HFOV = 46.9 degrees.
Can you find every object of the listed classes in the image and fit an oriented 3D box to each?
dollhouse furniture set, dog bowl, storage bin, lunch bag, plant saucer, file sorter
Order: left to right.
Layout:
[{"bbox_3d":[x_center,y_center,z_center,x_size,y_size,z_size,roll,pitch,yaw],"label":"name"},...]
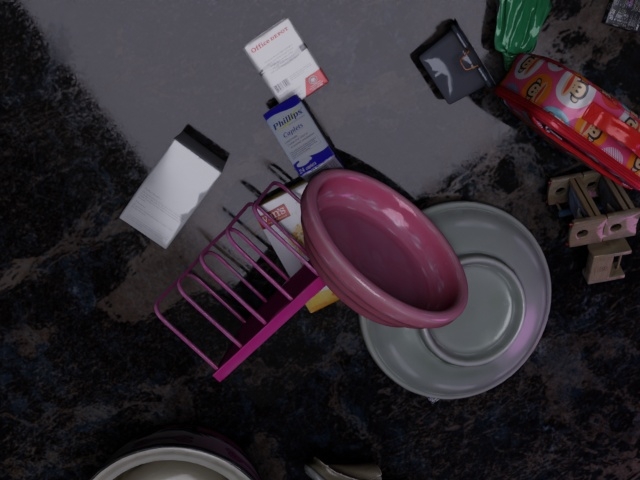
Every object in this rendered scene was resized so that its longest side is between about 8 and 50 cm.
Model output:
[{"bbox_3d":[-0.293,0.563,1.519,0.408,0.150,0.407,-1,106,-4],"label":"dog bowl"},{"bbox_3d":[-0.127,0.061,1.322,0.182,0.202,0.291,43,112,-7],"label":"file sorter"},{"bbox_3d":[0.097,0.022,1.240,0.332,0.332,0.084,34,122,-12],"label":"plant saucer"},{"bbox_3d":[0.242,-0.314,1.330,0.091,0.098,0.135,-33,105,17],"label":"storage bin"},{"bbox_3d":[0.275,0.126,1.414,0.401,0.100,0.400,-2,99,-11],"label":"plant saucer"},{"bbox_3d":[0.514,-0.023,1.427,0.129,0.129,0.183,-10,136,0],"label":"dollhouse furniture set"},{"bbox_3d":[0.463,-0.199,1.264,0.293,0.258,0.120,27,105,-24],"label":"lunch bag"}]

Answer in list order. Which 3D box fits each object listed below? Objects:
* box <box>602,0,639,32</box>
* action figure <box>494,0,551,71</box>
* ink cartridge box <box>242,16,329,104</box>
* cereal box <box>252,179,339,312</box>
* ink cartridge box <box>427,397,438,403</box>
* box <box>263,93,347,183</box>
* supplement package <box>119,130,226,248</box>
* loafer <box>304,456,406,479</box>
[{"bbox_3d":[0.561,-0.429,1.347,0.067,0.018,0.083,13,105,-7],"label":"box"},{"bbox_3d":[0.359,-0.418,1.317,0.137,0.063,0.232,8,102,-7],"label":"action figure"},{"bbox_3d":[-0.062,-0.317,1.326,0.099,0.056,0.135,-32,105,6],"label":"ink cartridge box"},{"bbox_3d":[0.000,0.000,1.424,0.173,0.047,0.240,-28,106,7],"label":"cereal box"},{"bbox_3d":[0.223,0.275,1.525,0.063,0.029,0.115,-35,105,7],"label":"ink cartridge box"},{"bbox_3d":[-0.024,-0.171,1.310,0.072,0.126,0.137,-33,76,6],"label":"box"},{"bbox_3d":[-0.268,-0.094,1.354,0.105,0.105,0.179,36,101,-11],"label":"supplement package"},{"bbox_3d":[0.080,0.504,1.563,0.251,0.094,0.087,28,78,-19],"label":"loafer"}]
